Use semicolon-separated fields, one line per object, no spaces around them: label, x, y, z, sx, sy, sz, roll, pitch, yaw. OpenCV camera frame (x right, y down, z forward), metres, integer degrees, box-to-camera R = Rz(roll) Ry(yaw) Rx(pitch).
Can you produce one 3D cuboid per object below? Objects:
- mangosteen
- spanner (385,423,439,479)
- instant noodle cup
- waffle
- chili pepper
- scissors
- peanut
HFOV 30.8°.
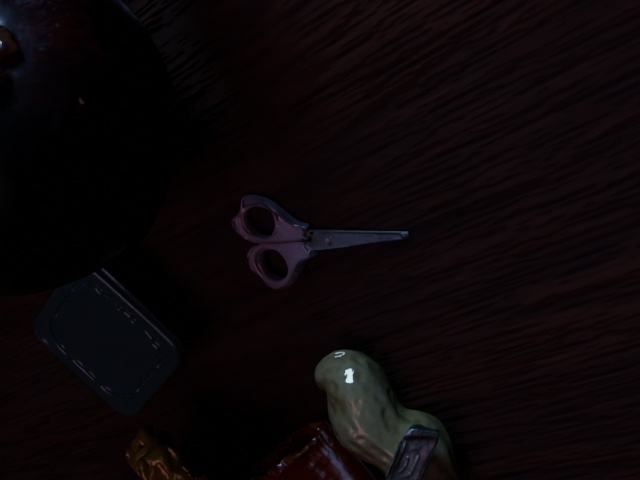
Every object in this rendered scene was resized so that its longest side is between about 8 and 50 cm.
mangosteen;-0.272;-0.087;1.033;0.307;0.307;0.347;33;166;14
spanner;0.037;0.313;1.087;0.093;0.026;0.325;24;105;3
instant noodle cup;-0.216;0.093;1.257;0.157;0.070;0.179;43;136;1
waffle;-0.098;0.338;1.251;0.329;0.062;0.329;50;166;18
chili pepper;0.054;0.351;1.191;0.338;0.134;0.131;50;147;2
scissors;0.000;0.000;1.068;0.189;0.015;0.100;-2;117;37
peanut;0.066;0.181;1.107;0.187;0.082;0.082;44;136;2
